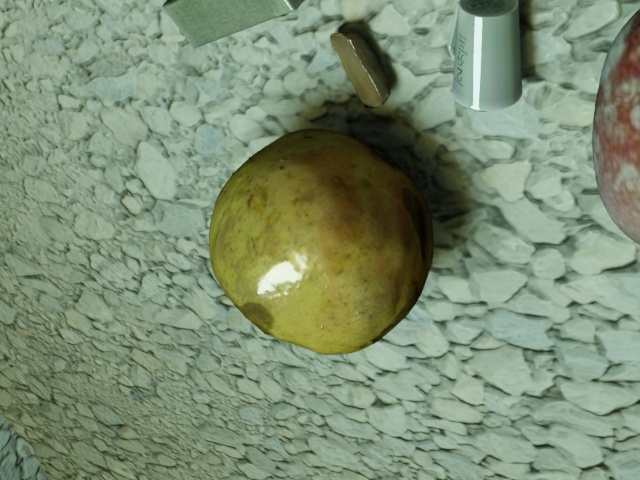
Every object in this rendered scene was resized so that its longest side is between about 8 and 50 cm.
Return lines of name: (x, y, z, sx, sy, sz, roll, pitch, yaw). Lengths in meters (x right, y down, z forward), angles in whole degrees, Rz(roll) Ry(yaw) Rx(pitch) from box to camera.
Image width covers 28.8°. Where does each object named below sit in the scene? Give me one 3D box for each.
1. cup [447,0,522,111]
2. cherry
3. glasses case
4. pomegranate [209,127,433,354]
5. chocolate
cup: (0.168, -0.205, 1.314, 0.104, 0.074, 0.116, 50, 154, 46)
cherry: (0.359, -0.085, 1.119, 0.236, 0.213, 0.285, -18, 91, 31)
glasses case: (-0.103, -0.291, 1.501, 0.205, 0.047, 0.071, -10, 124, 49)
pomegranate: (0.000, 0.000, 1.508, 0.281, 0.281, 0.281, 26, 142, 23)
chocolate: (0.050, -0.204, 1.456, 0.101, 0.031, 0.064, 59, 160, -16)
